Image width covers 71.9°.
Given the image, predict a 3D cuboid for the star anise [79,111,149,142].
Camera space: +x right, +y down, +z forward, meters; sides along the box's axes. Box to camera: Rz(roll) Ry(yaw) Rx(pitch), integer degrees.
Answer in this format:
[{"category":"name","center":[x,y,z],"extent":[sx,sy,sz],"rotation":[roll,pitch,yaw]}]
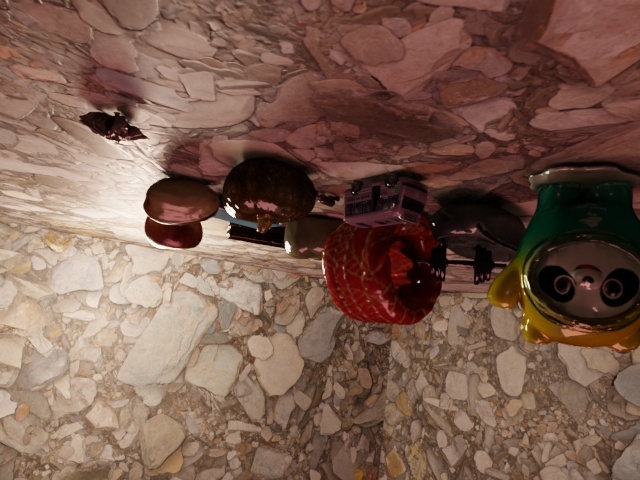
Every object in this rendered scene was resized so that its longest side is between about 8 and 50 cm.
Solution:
[{"category":"star anise","center":[-0.384,-0.214,0.834],"extent":[0.124,0.056,0.129],"rotation":[12,-176,-38]}]

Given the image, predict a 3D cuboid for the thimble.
[{"category":"thimble","center":[0.193,0.075,1.306],"extent":[0.231,0.349,0.350],"rotation":[0,168,44]}]

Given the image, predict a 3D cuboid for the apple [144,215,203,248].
[{"category":"apple","center":[-0.525,-0.050,1.587],"extent":[0.201,0.162,0.201],"rotation":[1,180,0]}]

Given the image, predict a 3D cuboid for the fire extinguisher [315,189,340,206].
[{"category":"fire extinguisher","center":[0.021,-0.112,1.203],"extent":[0.046,0.032,0.100],"rotation":[14,180,26]}]

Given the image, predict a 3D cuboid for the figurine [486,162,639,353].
[{"category":"figurine","center":[0.501,0.040,0.854],"extent":[0.324,0.339,0.231],"rotation":[4,169,24]}]

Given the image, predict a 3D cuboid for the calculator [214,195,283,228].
[{"category":"calculator","center":[-0.260,-0.089,1.467],"extent":[0.293,0.051,0.173],"rotation":[14,169,-31]}]

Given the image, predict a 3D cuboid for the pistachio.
[{"category":"pistachio","center":[-0.389,-0.108,1.239],"extent":[0.206,0.131,0.129],"rotation":[5,178,-11]}]

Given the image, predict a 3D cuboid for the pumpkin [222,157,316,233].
[{"category":"pumpkin","center":[-0.130,-0.098,1.036],"extent":[0.219,0.162,0.219],"rotation":[5,174,1]}]

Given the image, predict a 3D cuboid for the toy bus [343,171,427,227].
[{"category":"toy bus","center":[0.147,-0.088,1.036],"extent":[0.096,0.108,0.199],"rotation":[15,167,-38]}]

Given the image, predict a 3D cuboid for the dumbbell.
[{"category":"dumbbell","center":[0.346,0.057,1.087],"extent":[0.209,0.099,0.099],"rotation":[3,169,17]}]

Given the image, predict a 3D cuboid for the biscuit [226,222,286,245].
[{"category":"biscuit","center":[-0.177,-0.013,1.768],"extent":[0.389,0.073,0.107],"rotation":[9,171,-16]}]

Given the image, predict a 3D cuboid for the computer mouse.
[{"category":"computer mouse","center":[0.421,-0.027,1.160],"extent":[0.203,0.114,0.374],"rotation":[-4,163,39]}]

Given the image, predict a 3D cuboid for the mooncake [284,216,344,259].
[{"category":"mooncake","center":[0.000,0.000,1.563],"extent":[0.275,0.135,0.275],"rotation":[3,171,0]}]
